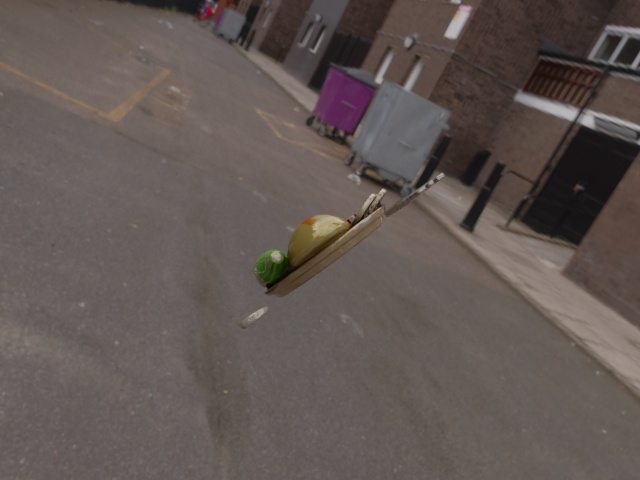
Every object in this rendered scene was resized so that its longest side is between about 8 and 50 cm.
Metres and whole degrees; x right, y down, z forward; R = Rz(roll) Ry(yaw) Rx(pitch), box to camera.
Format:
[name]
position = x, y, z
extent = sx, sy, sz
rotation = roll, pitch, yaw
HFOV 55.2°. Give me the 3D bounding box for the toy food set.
[toy food set]
position = 0.000, 0.000, 0.502
extent = 0.039, 0.192, 0.132
rotation = 54, -14, 0
